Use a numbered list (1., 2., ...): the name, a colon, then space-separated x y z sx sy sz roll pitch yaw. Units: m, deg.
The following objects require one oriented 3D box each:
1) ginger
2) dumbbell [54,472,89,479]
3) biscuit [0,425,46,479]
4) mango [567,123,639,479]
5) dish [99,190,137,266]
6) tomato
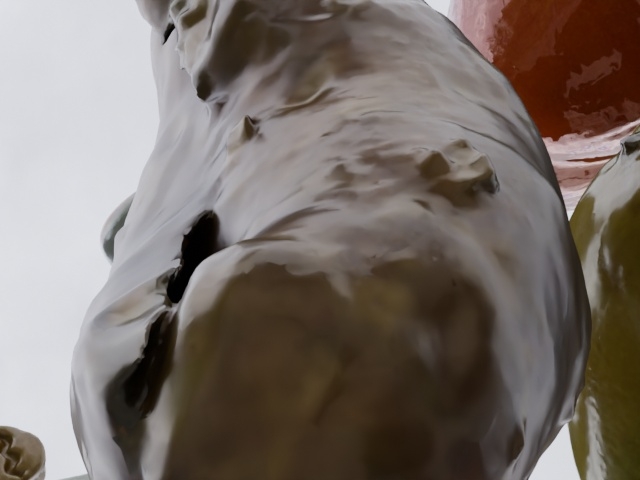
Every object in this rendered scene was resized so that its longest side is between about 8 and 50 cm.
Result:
1. ginger: 0.000 0.000 0.465 0.165 0.321 0.172 -36 -59 16
2. dumbbell: -0.025 0.162 0.698 0.302 0.108 0.121 -2 -110 -42
3. biscuit: -0.236 0.166 0.766 0.184 0.249 0.035 -16 -45 -20
4. mango: 0.178 0.058 0.580 0.156 0.114 0.251 -4 -63 1
5. dish: 0.006 0.025 0.687 0.229 0.081 0.229 -4 -29 -2
6. tomato: 0.179 -0.128 0.793 0.260 0.260 0.180 -23 -108 -5
